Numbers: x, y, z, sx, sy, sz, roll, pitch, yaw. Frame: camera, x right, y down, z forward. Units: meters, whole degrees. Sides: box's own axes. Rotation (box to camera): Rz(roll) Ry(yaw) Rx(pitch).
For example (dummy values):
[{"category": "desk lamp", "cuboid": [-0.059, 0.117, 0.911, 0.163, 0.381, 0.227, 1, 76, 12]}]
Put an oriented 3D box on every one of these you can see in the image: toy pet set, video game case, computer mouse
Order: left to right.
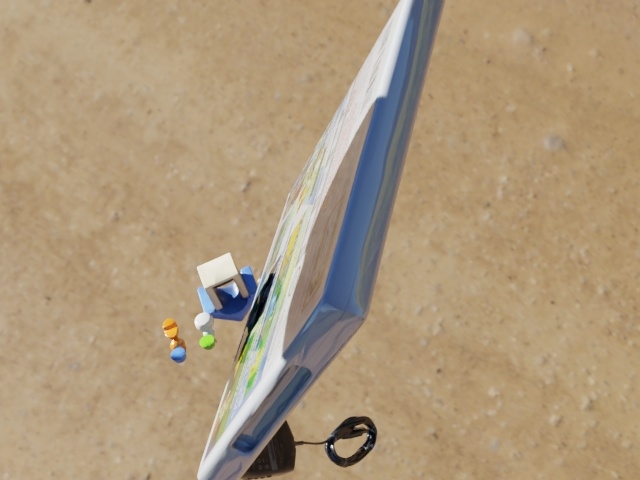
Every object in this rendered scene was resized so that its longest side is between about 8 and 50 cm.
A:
[{"category": "toy pet set", "cuboid": [-0.095, 0.077, 1.108, 0.122, 0.065, 0.114, -24, 45, -2]}, {"category": "computer mouse", "cuboid": [-0.027, 0.225, 1.201, 0.041, 0.242, 0.071, -25, 68, 41]}, {"category": "video game case", "cuboid": [0.000, 0.000, 0.869, 0.300, 0.036, 0.329, 123, 167, -50]}]
